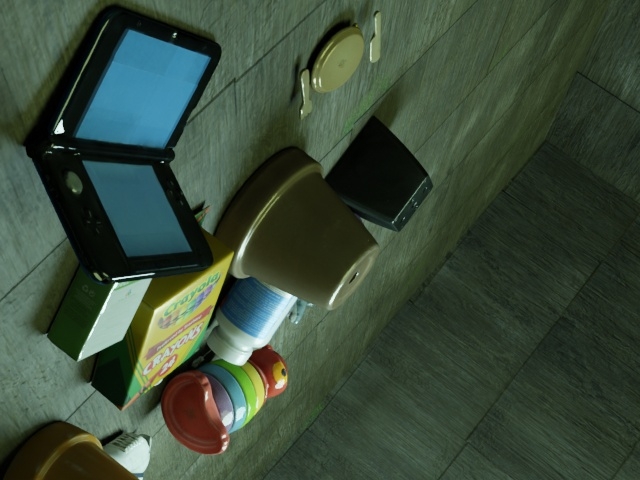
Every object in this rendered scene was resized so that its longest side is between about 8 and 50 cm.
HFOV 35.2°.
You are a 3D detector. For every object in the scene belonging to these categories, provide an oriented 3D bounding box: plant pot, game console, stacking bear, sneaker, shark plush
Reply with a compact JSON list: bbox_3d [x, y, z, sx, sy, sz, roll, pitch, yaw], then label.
[{"bbox_3d":[-0.383,0.424,1.636,0.205,0.188,0.205,-48,148,-44],"label":"plant pot"},{"bbox_3d":[-0.185,-0.102,1.187,0.173,0.250,0.293,-29,173,18],"label":"game console"},{"bbox_3d":[-0.179,0.314,2.128,0.164,0.175,0.289,-17,-176,42],"label":"stacking bear"},{"bbox_3d":[0.134,-0.123,2.139,0.188,0.167,0.187,-54,166,-1],"label":"plant pot"},{"bbox_3d":[-0.028,0.003,1.801,0.263,0.229,0.263,-49,166,-16],"label":"plant pot"},{"bbox_3d":[-0.390,0.417,1.962,0.235,0.090,0.095,67,48,-78],"label":"sneaker"},{"bbox_3d":[-0.040,0.144,2.420,0.161,0.067,0.073,-31,154,-56],"label":"shark plush"}]

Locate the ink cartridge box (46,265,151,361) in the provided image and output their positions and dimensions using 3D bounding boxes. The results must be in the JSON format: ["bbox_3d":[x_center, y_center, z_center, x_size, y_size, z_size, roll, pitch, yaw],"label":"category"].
[{"bbox_3d":[-0.295,0.061,1.423,0.209,0.062,0.109,-60,164,24],"label":"ink cartridge box"}]

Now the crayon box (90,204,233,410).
[{"bbox_3d":[-0.254,0.112,1.639,0.202,0.081,0.319,-38,159,-45],"label":"crayon box"}]

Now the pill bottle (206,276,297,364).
[{"bbox_3d":[-0.130,0.132,1.992,0.221,0.124,0.124,-56,166,11],"label":"pill bottle"}]

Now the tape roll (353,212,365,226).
[{"bbox_3d":[0.021,0.027,2.161,0.189,0.080,0.189,-22,153,-12],"label":"tape roll"}]

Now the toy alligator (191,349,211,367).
[{"bbox_3d":[-0.192,0.203,2.110,0.190,0.051,0.056,-52,165,-5],"label":"toy alligator"}]

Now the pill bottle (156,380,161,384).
[{"bbox_3d":[-0.306,0.229,1.824,0.043,0.043,0.083,-45,164,-28],"label":"pill bottle"}]

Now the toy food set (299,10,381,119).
[{"bbox_3d":[0.022,-0.296,1.651,0.192,0.038,0.132,-41,155,-23],"label":"toy food set"}]
